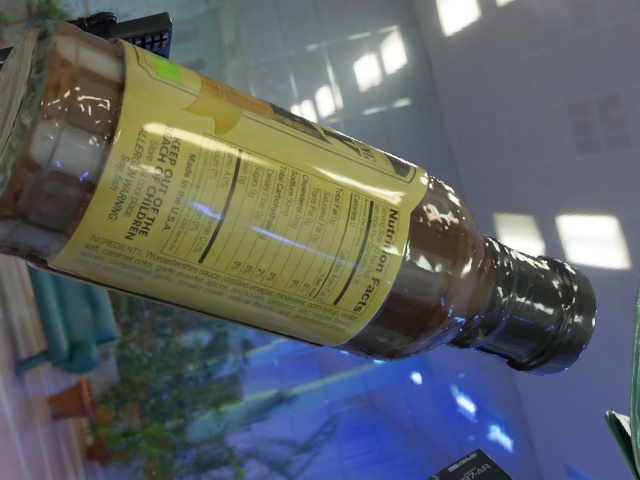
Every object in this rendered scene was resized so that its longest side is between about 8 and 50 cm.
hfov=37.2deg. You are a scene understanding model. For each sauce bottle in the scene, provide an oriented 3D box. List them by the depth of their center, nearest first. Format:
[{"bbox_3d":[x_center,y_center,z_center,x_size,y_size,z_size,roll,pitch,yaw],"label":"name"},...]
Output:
[{"bbox_3d":[0.000,0.000,0.490,0.111,0.344,0.111,-33,-133,44],"label":"sauce bottle"}]

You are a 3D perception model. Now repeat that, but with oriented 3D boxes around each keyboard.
[{"bbox_3d":[-0.239,-0.192,0.972,0.023,0.180,0.108,64,-21,20],"label":"keyboard"}]

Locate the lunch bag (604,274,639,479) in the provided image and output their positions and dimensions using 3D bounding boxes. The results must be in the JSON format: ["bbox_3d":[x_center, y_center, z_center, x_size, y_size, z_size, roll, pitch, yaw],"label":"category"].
[{"bbox_3d":[0.361,0.156,0.867,0.223,0.160,0.262,30,68,-57],"label":"lunch bag"}]

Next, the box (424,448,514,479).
[{"bbox_3d":[0.096,0.189,0.686,0.018,0.083,0.067,63,-7,-14],"label":"box"}]
